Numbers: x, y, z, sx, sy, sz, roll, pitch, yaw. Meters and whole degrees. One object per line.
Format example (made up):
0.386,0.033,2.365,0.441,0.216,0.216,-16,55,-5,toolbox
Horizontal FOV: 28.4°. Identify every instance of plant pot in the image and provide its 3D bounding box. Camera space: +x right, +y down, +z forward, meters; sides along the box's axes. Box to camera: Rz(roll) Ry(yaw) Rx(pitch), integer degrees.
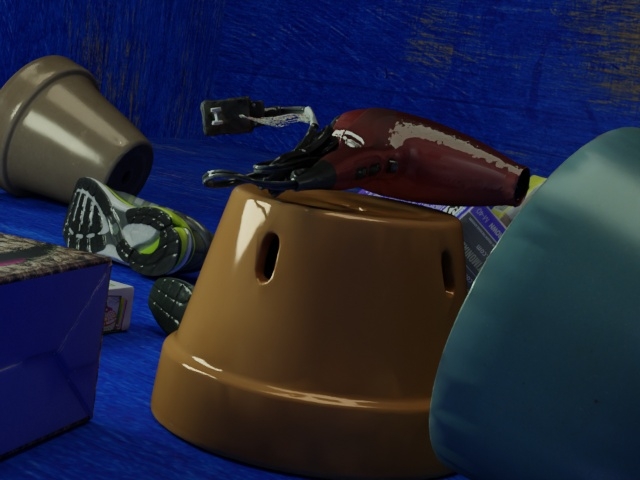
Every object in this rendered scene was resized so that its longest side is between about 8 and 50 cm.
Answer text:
0.260,0.100,0.893,0.235,0.293,0.293,31,19,30,plant pot
0.010,0.065,1.102,0.291,0.203,0.291,9,7,-1,plant pot
-0.422,-0.158,2.202,0.229,0.263,0.263,30,15,17,plant pot

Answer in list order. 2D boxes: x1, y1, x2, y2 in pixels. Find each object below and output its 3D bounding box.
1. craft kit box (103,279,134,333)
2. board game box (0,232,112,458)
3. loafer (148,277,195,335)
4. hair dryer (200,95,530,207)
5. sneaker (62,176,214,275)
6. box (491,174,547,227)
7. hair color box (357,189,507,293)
-0.368,0.055,1.316,0.250,0.060,0.247,13,7,29,craft kit box
-0.346,0.063,0.962,0.291,0.141,0.232,11,9,18,board game box
-0.119,0.086,1.359,0.170,0.062,0.061,26,7,39,loafer
0.038,-0.056,1.094,0.294,0.080,0.223,1,25,-11,hair dryer
-0.254,-0.009,1.768,0.300,0.111,0.121,24,6,43,sneaker
0.313,0.033,1.588,0.232,0.087,0.058,49,0,-12,box
0.167,0.012,1.613,0.185,0.110,0.339,47,1,-18,hair color box
